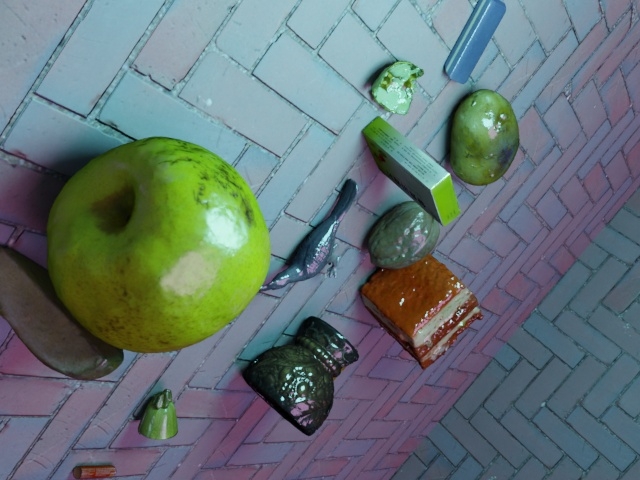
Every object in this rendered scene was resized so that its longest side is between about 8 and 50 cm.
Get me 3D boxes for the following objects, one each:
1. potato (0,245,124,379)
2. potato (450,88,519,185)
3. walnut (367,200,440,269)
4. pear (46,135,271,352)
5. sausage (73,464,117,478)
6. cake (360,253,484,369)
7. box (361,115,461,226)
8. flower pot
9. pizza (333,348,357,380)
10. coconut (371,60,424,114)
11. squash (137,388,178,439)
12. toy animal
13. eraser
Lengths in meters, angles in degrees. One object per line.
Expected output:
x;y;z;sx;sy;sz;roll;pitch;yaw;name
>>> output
-0.468;0.167;1.115;0.112;0.255;0.269;-46;146;-3;potato
0.452;-0.283;1.717;0.210;0.173;0.307;-38;148;-9;potato
0.233;-0.006;1.778;0.230;0.178;0.178;-40;147;11;walnut
-0.265;0.018;1.090;0.391;0.391;0.390;-28;142;-25;pear
-0.583;0.604;1.633;0.034;0.034;0.129;-51;146;7;sausage
0.316;0.206;1.985;0.269;0.270;0.319;-44;144;-4;cake
0.219;-0.167;1.505;0.062;0.260;0.175;-41;145;-4;box
-0.043;0.376;1.799;0.267;0.267;0.266;-46;147;-19;flower pot
0.049;0.435;2.137;0.185;0.036;0.176;-23;142;-33;pizza
0.176;-0.359;1.446;0.133;0.055;0.158;-46;147;-3;coconut
-0.412;0.431;1.611;0.105;0.105;0.132;-3;109;-45;squash
0.002;0.026;1.630;0.367;0.081;0.206;-49;148;-4;toy animal
0.382;-0.499;1.540;0.082;0.036;0.224;1;124;-48;eraser
